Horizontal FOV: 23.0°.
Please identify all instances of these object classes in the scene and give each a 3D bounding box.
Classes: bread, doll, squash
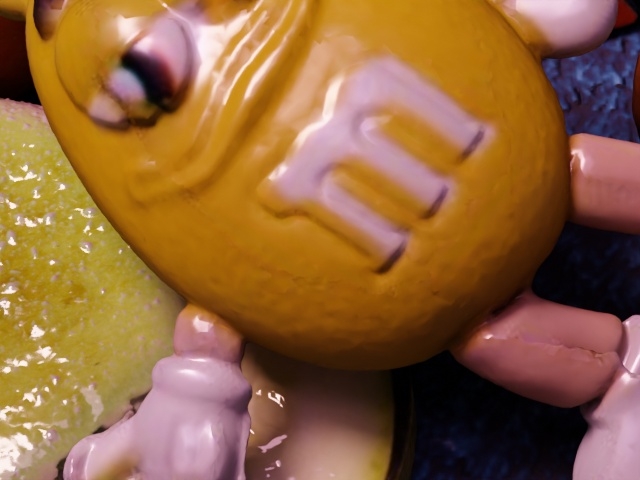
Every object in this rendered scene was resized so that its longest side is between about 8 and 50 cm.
[{"bbox_3d":[-0.204,0.028,0.838,0.301,0.045,0.301,1,53,-1],"label":"bread"},{"bbox_3d":[0.037,-0.006,0.771,0.423,0.161,0.348,-1,81,1],"label":"doll"},{"bbox_3d":[-0.073,0.100,0.844,0.252,0.049,0.252,-5,55,7],"label":"squash"}]

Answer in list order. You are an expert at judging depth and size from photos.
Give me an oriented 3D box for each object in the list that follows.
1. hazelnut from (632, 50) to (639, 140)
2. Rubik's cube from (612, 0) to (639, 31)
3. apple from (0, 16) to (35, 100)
[{"bbox_3d":[0.256,-0.107,0.845,0.178,0.178,0.204,43,105,30],"label":"hazelnut"},{"bbox_3d":[0.101,-0.225,1.009,0.250,0.284,0.234,-45,33,20],"label":"Rubik's cube"},{"bbox_3d":[-0.250,-0.184,0.960,0.218,0.201,0.218,-5,58,9],"label":"apple"}]
